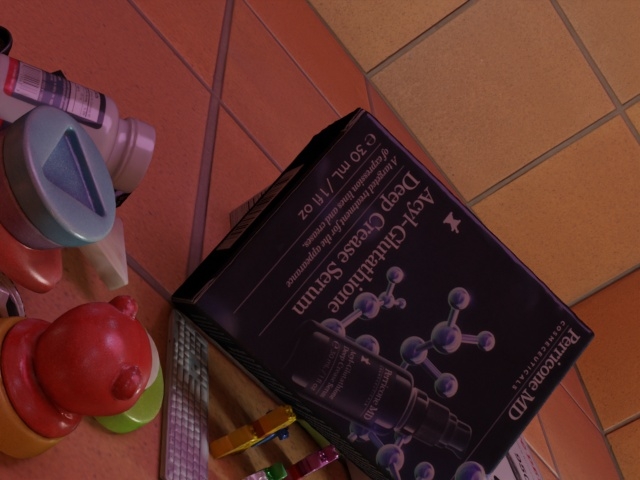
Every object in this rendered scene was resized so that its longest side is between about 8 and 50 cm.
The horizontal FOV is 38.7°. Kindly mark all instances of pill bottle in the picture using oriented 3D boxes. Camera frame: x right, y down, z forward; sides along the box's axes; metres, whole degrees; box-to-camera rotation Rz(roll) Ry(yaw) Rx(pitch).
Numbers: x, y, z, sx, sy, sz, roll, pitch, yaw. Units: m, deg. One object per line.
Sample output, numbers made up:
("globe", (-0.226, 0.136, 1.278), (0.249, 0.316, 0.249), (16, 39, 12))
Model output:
("pill bottle", (-0.275, -0.116, 0.968), (0.180, 0.108, 0.108), (20, 35, -28))

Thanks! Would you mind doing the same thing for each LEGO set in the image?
("LEGO set", (-0.051, 0.238, 1.057), (0.087, 0.093, 0.227), (61, 18, 14))

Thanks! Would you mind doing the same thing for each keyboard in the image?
("keyboard", (-0.149, 0.183, 1.025), (0.072, 0.014, 0.256), (45, 21, -32))

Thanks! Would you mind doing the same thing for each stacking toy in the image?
("stacking toy", (-0.199, 0.037, 0.853), (0.279, 0.130, 0.309), (34, 38, -65))

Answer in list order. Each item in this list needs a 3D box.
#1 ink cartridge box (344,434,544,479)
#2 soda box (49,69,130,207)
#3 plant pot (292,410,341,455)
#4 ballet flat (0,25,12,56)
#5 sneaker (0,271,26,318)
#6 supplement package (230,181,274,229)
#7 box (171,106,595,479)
("ink cartridge box", (0.196, 0.331, 1.426), (0.395, 0.166, 0.286), (37, 26, -48))
("soda box", (-0.289, -0.110, 1.061), (0.060, 0.053, 0.169), (-30, 87, -39))
("plant pot", (0.012, 0.250, 1.248), (0.083, 0.083, 0.079), (-79, 145, -66))
("ballet flat", (-0.411, -0.216, 0.887), (0.095, 0.096, 0.280), (61, 18, 11))
("sneaker", (-0.307, 0.038, 0.833), (0.040, 0.043, 0.109), (-7, -69, 59))
("supplement package", (0.000, 0.000, 1.423), (0.194, 0.203, 0.149), (44, 22, -36))
("box", (0.068, 0.093, 1.106), (0.395, 0.293, 0.212), (42, -13, -10))
